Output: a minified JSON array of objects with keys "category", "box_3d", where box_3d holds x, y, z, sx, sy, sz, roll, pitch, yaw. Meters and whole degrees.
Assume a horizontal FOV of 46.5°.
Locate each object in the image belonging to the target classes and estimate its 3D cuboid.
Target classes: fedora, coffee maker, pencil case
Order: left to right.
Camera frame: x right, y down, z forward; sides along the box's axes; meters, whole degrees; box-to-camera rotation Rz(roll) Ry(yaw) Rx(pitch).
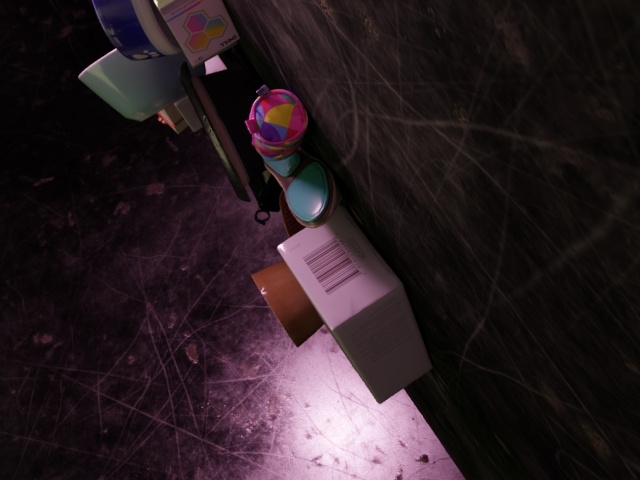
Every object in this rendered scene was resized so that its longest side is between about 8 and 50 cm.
[{"category":"fedora","box_3d":[-0.179,-0.258,1.637,0.334,0.153,0.334,63,176,8]},{"category":"coffee maker","box_3d":[-0.156,-0.168,1.995,0.120,0.171,0.178,38,-167,-45]},{"category":"pencil case","box_3d":[-0.079,-0.199,1.311,0.104,0.104,0.236,57,177,0]}]

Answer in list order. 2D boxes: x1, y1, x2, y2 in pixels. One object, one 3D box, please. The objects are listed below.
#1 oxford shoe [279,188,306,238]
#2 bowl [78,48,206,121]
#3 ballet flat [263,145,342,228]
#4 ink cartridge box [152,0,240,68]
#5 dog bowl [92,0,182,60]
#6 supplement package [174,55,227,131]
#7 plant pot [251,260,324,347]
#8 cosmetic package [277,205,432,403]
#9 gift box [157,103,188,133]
[{"category":"oxford shoe","box_3d":[0.000,0.000,1.792,0.348,0.123,0.130,60,-179,-23]},{"category":"bowl","box_3d":[-0.397,-0.396,1.775,0.163,0.312,0.311,60,176,-13]},{"category":"ballet flat","box_3d":[-0.017,-0.108,1.430,0.106,0.107,0.316,35,-164,-38]},{"category":"ink cartridge box","box_3d":[-0.225,-0.402,1.404,0.062,0.109,0.209,56,176,32]},{"category":"dog bowl","box_3d":[-0.346,-0.489,1.449,0.265,0.104,0.264,-9,-90,-79]},{"category":"supplement package","box_3d":[-0.377,-0.492,2.097,0.293,0.175,0.177,56,177,17]},{"category":"plant pot","box_3d":[-0.022,0.125,2.053,0.237,0.254,0.237,56,176,6]},{"category":"cosmetic package","box_3d":[0.087,0.153,1.582,0.230,0.162,0.453,55,175,32]},{"category":"gift box","box_3d":[-0.468,-0.537,2.385,0.276,0.255,0.258,49,171,26]}]
